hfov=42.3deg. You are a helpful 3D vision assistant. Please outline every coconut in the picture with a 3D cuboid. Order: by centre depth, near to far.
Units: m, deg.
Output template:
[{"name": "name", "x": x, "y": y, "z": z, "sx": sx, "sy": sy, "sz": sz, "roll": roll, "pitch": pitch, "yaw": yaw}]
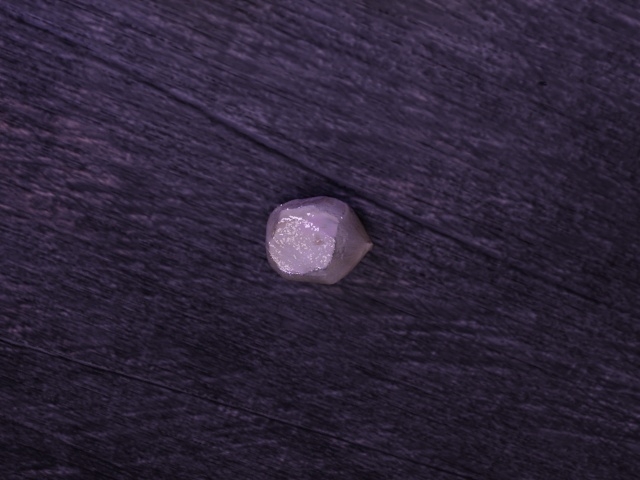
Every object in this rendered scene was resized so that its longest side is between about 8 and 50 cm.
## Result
[{"name": "coconut", "x": 0.000, "y": 0.000, "z": 0.971, "sx": 0.124, "sy": 0.110, "sz": 0.110, "roll": 0, "pitch": 114, "yaw": 11}]
